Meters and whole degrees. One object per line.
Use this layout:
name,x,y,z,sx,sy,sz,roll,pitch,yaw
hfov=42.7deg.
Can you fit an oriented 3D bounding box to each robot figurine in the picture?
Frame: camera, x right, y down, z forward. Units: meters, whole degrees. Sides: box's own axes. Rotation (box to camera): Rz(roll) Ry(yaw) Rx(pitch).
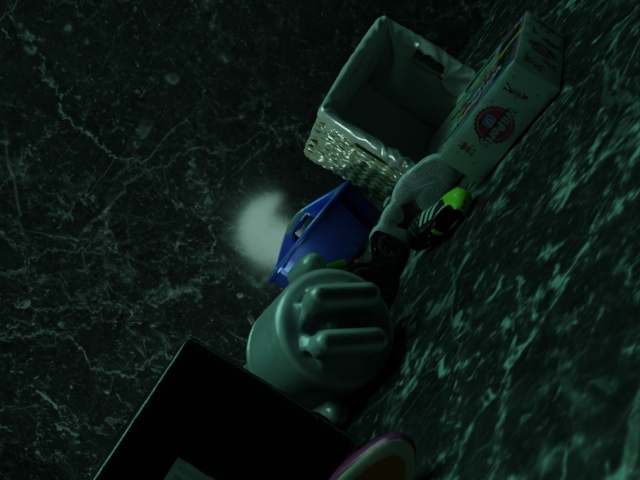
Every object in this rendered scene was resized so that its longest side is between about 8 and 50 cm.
robot figurine,-0.008,0.170,1.359,0.353,0.200,0.299,130,139,-62

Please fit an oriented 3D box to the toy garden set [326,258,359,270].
toy garden set,0.034,0.106,1.839,0.204,0.049,0.244,-17,-18,-16

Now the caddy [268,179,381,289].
caddy,0.000,0.000,2.042,0.341,0.179,0.241,-51,0,32

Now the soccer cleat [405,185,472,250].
soccer cleat,0.202,-0.027,1.452,0.179,0.060,0.072,-48,10,46

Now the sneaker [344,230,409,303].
sneaker,0.092,0.095,1.622,0.130,0.109,0.286,-61,-9,33

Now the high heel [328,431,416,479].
high heel,0.041,0.265,0.910,0.117,0.082,0.244,-80,9,-55

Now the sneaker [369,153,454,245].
sneaker,0.195,-0.097,1.746,0.268,0.101,0.153,-57,6,31

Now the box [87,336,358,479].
box,-0.233,0.448,1.251,0.479,0.297,0.472,-58,2,-21

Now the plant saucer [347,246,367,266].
plant saucer,0.057,0.103,2.094,0.241,0.037,0.241,-52,-1,-2

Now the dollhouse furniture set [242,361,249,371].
dollhouse furniture set,-0.169,0.346,1.895,0.151,0.123,0.144,-24,1,6

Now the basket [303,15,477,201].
basket,0.178,-0.292,1.999,0.331,0.328,0.266,-59,1,-24

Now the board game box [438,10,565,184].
board game box,0.337,-0.270,1.502,0.224,0.098,0.303,-54,6,34
